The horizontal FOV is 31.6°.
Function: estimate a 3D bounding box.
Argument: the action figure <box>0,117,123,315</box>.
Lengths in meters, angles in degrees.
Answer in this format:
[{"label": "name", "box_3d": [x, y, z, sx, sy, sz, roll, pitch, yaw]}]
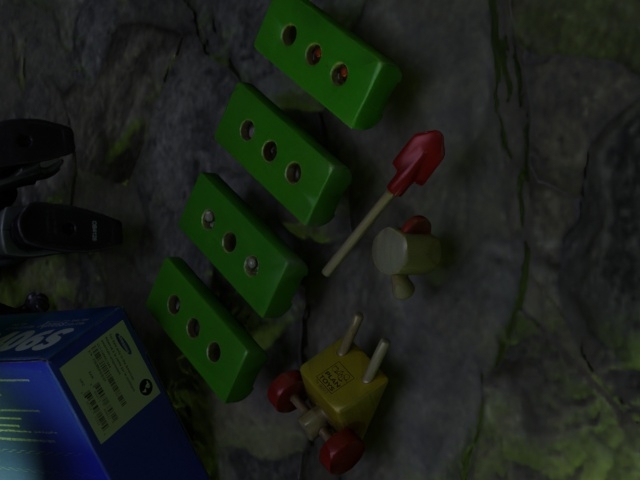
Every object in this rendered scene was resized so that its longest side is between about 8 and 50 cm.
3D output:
[{"label": "action figure", "box_3d": [-0.263, -0.009, 0.924, 0.285, 0.099, 0.185, -20, 83, 58]}]

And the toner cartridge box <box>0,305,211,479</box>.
[{"label": "toner cartridge box", "box_3d": [-0.243, 0.144, 0.872, 0.348, 0.075, 0.165, -6, 112, 44]}]

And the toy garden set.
[{"label": "toy garden set", "box_3d": [0.000, 0.000, 0.699, 0.204, 0.049, 0.244, 44, 118, 37]}]
